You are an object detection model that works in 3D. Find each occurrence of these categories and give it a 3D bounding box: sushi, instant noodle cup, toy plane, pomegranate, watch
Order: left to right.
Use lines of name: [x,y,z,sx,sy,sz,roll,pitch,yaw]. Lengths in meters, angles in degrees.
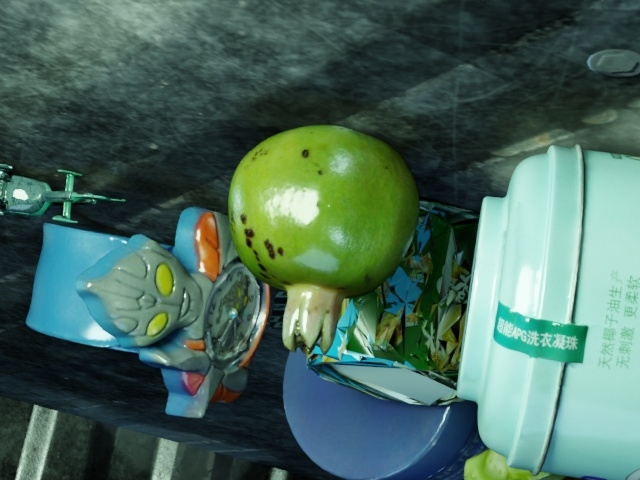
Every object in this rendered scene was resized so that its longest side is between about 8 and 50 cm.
toy plane: [-0.339,-0.049,1.317,0.235,0.060,0.096,1,167,37]
watch: [-0.233,0.066,1.335,0.274,0.242,0.305,11,177,32]
sushi: [0.000,0.081,1.542,0.139,0.031,0.201,-2,162,-7]
pomegranate: [0.000,0.000,1.028,0.179,0.210,0.180,6,163,2]
instant noodle cup: [0.085,0.073,1.248,0.240,0.178,0.240,10,162,3]

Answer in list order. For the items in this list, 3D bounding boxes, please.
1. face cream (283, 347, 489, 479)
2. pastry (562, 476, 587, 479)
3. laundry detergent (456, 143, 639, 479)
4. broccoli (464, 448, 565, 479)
face cream: [0.111,0.197,1.472,0.249,0.249,0.225,-1,167,33]
pastry: [0.396,0.345,1.567,0.409,0.409,0.245,0,120,30]
laundry detergent: [0.279,0.069,0.960,0.305,0.287,0.287,8,161,7]
broccoli: [0.271,0.193,1.236,0.361,0.221,0.252,-36,149,29]
